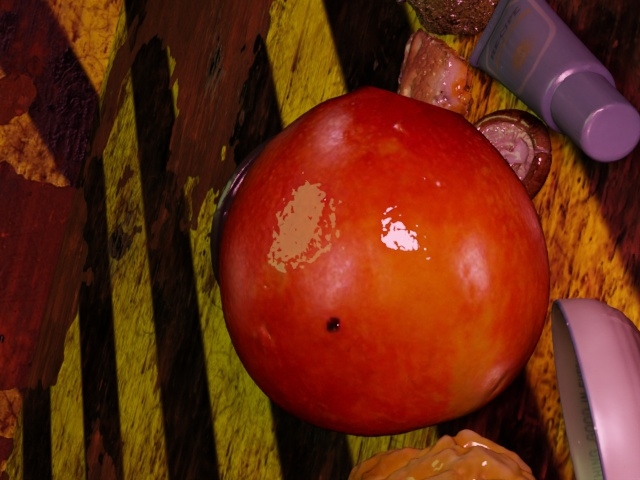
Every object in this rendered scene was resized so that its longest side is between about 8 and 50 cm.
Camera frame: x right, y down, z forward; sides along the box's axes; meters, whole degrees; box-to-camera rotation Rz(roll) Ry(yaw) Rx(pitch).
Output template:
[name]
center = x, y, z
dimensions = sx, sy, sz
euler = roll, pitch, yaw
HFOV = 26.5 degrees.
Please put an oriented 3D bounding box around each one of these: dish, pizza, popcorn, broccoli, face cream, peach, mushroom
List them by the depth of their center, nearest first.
[dish]
center = 0.296, 0.175, 1.216
dimensions = 0.273, 0.133, 0.273
euler = -11, -90, -87
[popcorn]
center = 0.132, 0.322, 1.393
dimensions = 0.249, 0.225, 0.249
euler = -29, 45, 33
[peach]
center = 0.063, 0.020, 1.477
dimensions = 0.388, 0.388, 0.388
euler = -40, 43, 49
[face cream]
center = 0.259, -0.198, 1.559
dimensions = 0.136, 0.086, 0.385
euler = -64, 23, 21
[mushroom]
center = 0.218, -0.093, 1.589
dimensions = 0.123, 0.052, 0.123
euler = -5, 80, 29
[pizza]
center = 0.155, -0.136, 1.717
dimensions = 0.161, 0.085, 0.306
euler = 137, 137, -55
[broccoli]
center = 0.174, -0.327, 1.768
dimensions = 0.120, 0.130, 0.131
euler = -44, -19, -52

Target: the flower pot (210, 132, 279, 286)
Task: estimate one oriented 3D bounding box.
[flower pot]
center = 0.000, 0.000, 1.822
dimensions = 0.166, 0.269, 0.269
euler = 30, 104, 40
